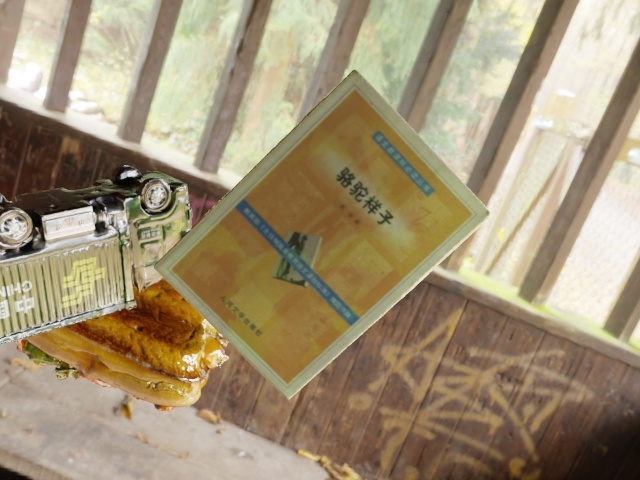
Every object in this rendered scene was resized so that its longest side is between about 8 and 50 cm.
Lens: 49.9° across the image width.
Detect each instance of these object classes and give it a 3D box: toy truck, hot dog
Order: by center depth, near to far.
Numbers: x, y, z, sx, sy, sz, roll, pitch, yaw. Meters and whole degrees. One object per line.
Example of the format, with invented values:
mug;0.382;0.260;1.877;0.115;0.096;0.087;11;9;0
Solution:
toy truck;-0.244;0.010;0.626;0.259;0.121;0.088;-16;28;-36
hot dog;-0.277;0.092;0.816;0.349;0.117;0.158;22;35;2

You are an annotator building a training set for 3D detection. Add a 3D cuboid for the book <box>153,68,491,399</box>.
book;0.000;0.000;0.588;0.170;0.242;0.018;45;7;-5
